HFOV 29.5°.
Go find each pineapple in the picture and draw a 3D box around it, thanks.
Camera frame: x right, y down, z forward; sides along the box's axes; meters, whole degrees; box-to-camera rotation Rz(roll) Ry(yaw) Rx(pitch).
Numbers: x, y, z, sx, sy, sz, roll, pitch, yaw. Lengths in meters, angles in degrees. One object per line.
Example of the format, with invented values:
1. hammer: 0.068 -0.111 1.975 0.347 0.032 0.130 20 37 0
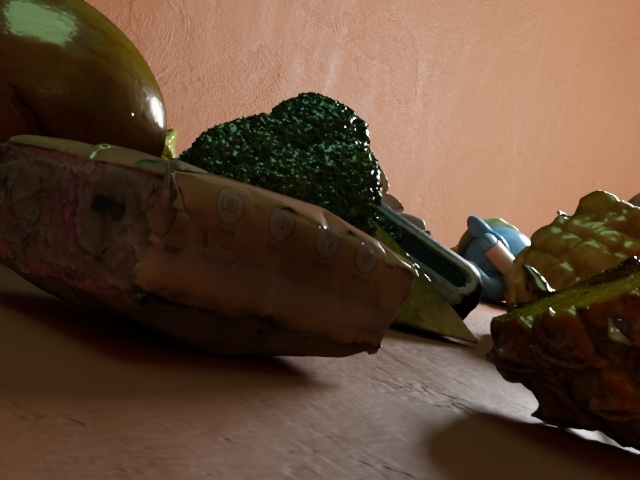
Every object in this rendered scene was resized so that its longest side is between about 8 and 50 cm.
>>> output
1. pineapple: 0.215 0.100 0.922 0.161 0.158 0.334 -25 5 -8

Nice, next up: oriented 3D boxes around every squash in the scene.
1. squash: 0.052 0.009 1.379 0.204 0.155 0.237 12 1 -33

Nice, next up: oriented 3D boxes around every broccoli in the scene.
1. broccoli: -0.042 -0.025 1.195 0.269 0.261 0.241 22 -32 44

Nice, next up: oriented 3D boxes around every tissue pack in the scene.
1. tissue pack: -0.089 0.013 0.887 0.215 0.123 0.256 15 -5 44

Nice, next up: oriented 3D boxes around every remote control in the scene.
1. remote control: 0.087 -0.001 1.478 0.266 0.090 0.066 39 -39 -2

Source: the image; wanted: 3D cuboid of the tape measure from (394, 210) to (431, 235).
1. tape measure: 0.000 0.000 1.596 0.236 0.120 0.197 10 -7 -17

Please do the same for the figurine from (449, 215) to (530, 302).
1. figurine: 0.332 0.041 2.152 0.180 0.154 0.262 25 -4 -16

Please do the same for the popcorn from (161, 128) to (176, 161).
1. popcorn: -0.319 -0.130 2.004 0.187 0.167 0.185 23 3 42

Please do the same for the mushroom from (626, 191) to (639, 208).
1. mushroom: 0.563 0.061 1.875 0.290 0.297 0.297 37 2 -2

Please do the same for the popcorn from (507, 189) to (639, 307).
1. popcorn: 0.364 0.046 1.591 0.190 0.250 0.250 53 18 19

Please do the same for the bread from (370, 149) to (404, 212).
1. bread: 0.027 -0.050 1.685 0.152 0.105 0.077 -31 6 -31

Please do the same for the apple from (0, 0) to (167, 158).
1. apple: -0.277 -0.112 1.151 0.264 0.264 0.264 14 3 -1
